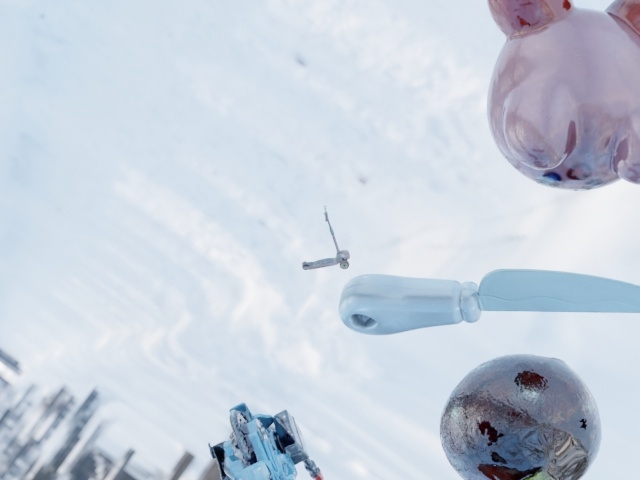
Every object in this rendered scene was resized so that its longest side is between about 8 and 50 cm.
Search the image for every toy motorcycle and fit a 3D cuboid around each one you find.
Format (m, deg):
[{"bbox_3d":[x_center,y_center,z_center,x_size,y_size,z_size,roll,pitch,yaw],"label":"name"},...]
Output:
[{"bbox_3d":[-0.037,0.307,1.491,0.182,0.124,0.272,58,-172,-48],"label":"toy motorcycle"}]

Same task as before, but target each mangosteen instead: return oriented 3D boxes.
[{"bbox_3d":[0.264,0.255,1.780,0.216,0.216,0.216,33,166,9],"label":"mangosteen"}]

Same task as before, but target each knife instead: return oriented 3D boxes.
[{"bbox_3d":[0.173,0.052,1.307,0.331,0.044,0.080,-4,139,21],"label":"knife"}]

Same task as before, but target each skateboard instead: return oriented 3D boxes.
[{"bbox_3d":[0.000,0.000,1.725,0.064,0.032,0.083,-9,125,8],"label":"skateboard"}]

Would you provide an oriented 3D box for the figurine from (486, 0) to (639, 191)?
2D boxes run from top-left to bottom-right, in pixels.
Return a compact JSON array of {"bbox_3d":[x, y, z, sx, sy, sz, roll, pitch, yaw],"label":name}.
[{"bbox_3d":[0.315,-0.184,1.688,0.270,0.261,0.211,6,168,-9],"label":"figurine"}]
